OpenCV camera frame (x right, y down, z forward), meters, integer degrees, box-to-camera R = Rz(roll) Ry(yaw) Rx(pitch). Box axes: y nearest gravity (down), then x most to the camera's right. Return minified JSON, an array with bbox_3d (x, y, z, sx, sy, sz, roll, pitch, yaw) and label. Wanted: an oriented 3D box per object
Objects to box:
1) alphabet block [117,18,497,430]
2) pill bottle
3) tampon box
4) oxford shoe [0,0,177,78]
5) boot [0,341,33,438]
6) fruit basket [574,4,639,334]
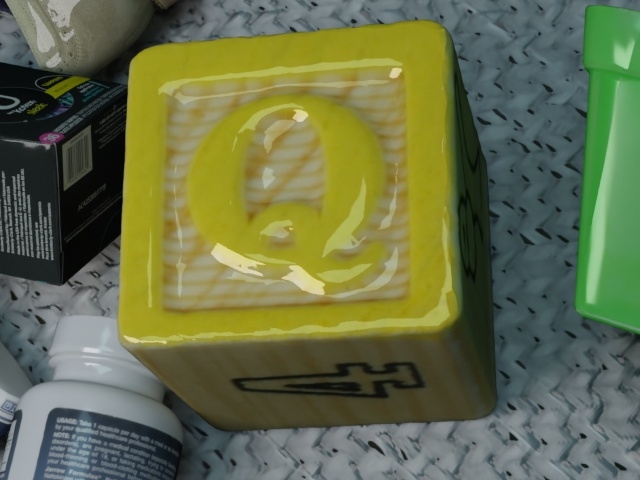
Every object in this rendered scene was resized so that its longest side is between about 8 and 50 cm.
[{"bbox_3d":[0.000,0.000,0.957,0.193,0.197,0.192,-6,67,10],"label":"alphabet block"},{"bbox_3d":[-0.142,0.143,0.980,0.108,0.108,0.180,6,70,14],"label":"pill bottle"},{"bbox_3d":[-0.217,-0.052,1.048,0.161,0.101,0.120,11,27,16],"label":"tampon box"},{"bbox_3d":[-0.270,-0.263,1.155,0.397,0.140,0.146,42,89,25],"label":"oxford shoe"},{"bbox_3d":[-0.268,0.072,1.061,0.086,0.069,0.190,-48,55,12],"label":"boot"},{"bbox_3d":[0.346,-0.084,0.899,0.392,0.283,0.392,-1,85,17],"label":"fruit basket"}]
